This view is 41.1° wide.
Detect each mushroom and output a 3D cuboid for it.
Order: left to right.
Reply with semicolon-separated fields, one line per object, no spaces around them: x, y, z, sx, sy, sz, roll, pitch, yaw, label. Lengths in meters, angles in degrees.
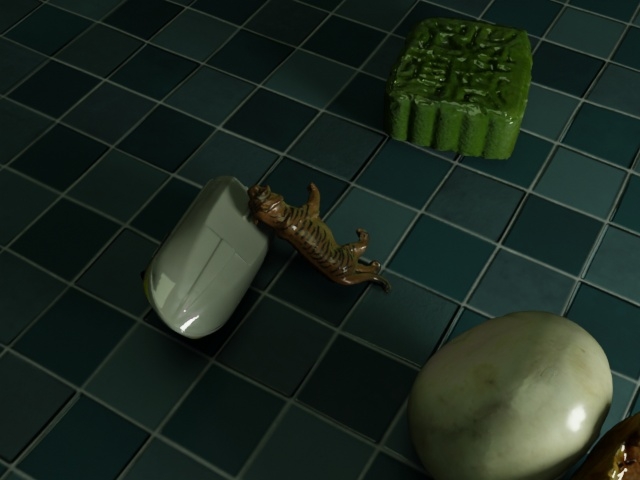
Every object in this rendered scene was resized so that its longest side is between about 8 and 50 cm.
0.221;0.198;0.983;0.246;0.202;0.246;-28;21;12;mushroom

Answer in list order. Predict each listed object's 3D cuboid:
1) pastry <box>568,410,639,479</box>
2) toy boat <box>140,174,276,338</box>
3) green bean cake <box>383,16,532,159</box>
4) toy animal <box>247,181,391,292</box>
0.352;0.316;0.900;0.237;0.170;0.256;47;65;-5;pastry
-0.161;0.030;1.162;0.140;0.141;0.269;19;49;15;toy boat
0.231;-0.259;1.403;0.222;0.125;0.248;13;51;11;green bean cake
0.000;0.000;1.195;0.241;0.057;0.099;44;50;1;toy animal
